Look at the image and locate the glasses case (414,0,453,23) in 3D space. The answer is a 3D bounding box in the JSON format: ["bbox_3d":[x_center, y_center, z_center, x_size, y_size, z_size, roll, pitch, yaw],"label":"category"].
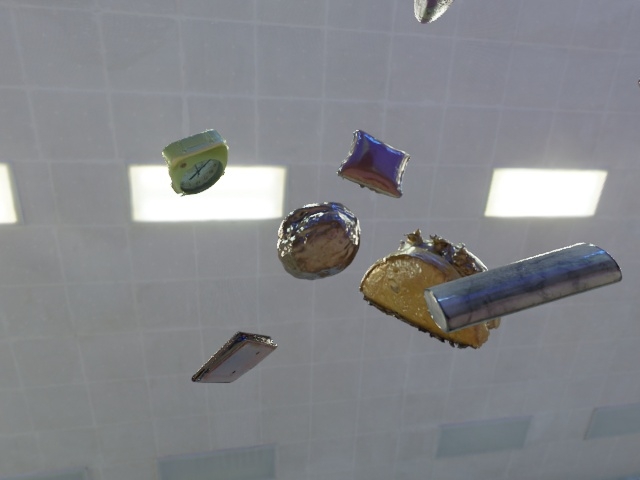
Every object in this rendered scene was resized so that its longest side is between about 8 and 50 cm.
[{"bbox_3d":[0.265,-0.581,0.987,0.123,0.316,0.075,-42,-97,4],"label":"glasses case"}]

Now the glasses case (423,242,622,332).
[{"bbox_3d":[0.335,0.078,0.779,0.300,0.114,0.060,-16,-69,-2],"label":"glasses case"}]

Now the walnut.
[{"bbox_3d":[-0.001,0.000,1.405,0.274,0.273,0.226,-22,-96,-2],"label":"walnut"}]

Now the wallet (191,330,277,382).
[{"bbox_3d":[-0.233,0.323,1.254,0.195,0.042,0.161,-41,-32,11],"label":"wallet"}]

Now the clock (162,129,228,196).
[{"bbox_3d":[-0.348,-0.194,1.281,0.170,0.069,0.232,-29,-20,-29],"label":"clock"}]

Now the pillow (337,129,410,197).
[{"bbox_3d":[0.141,-0.194,1.185,0.172,0.179,0.075,24,-37,-4],"label":"pillow"}]

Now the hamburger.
[{"bbox_3d":[0.363,0.115,1.437,0.268,0.446,0.286,-19,-57,-42],"label":"hamburger"}]

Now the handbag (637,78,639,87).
[{"bbox_3d":[0.299,-0.071,0.302,0.147,0.136,0.224,8,-103,-54],"label":"handbag"}]
